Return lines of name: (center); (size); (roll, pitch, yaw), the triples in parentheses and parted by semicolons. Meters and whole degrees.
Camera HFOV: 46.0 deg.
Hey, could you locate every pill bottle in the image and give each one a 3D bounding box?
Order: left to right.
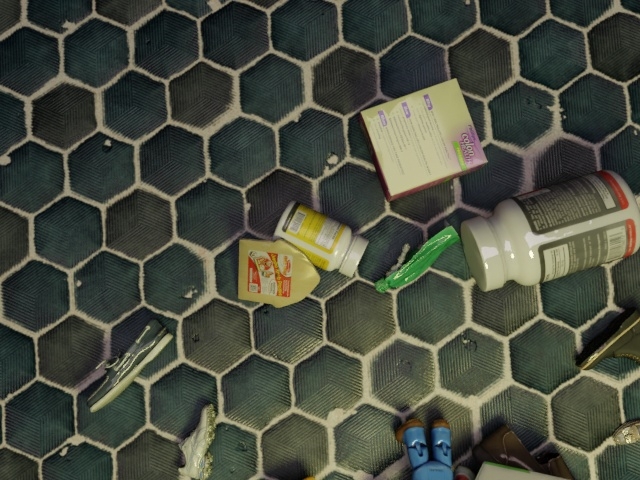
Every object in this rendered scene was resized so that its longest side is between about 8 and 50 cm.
pill bottle: (0.000, 0.000, 1.782); (0.208, 0.119, 0.119); (26, 86, 2)
pill bottle: (0.523, -0.017, 1.735); (0.362, 0.210, 0.210); (-16, 86, -1)

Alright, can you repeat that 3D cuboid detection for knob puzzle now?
knob puzzle: (-0.096, 0.074, 1.782); (0.213, 0.030, 0.213); (4, 121, 7)

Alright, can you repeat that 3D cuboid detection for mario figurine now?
mario figurine: (0.241, 0.575, 1.691); (0.198, 0.170, 0.321); (-19, 46, 20)

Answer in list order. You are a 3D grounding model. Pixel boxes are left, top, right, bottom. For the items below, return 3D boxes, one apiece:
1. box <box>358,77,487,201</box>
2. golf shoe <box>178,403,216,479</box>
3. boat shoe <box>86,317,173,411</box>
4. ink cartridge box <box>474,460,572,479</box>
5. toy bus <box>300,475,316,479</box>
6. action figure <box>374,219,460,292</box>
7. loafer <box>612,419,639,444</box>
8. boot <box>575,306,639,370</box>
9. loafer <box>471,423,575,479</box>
box: (0.240, -0.236, 1.801); (0.242, 0.117, 0.214); (-20, 85, 0)
golf shoe: (-0.293, 0.472, 1.775); (0.085, 0.069, 0.176); (6, 84, 7)
boat shoe: (-0.461, 0.292, 1.774); (0.079, 0.095, 0.254); (44, 86, 2)
ink cartridge box: (0.448, 0.632, 1.636); (0.198, 0.115, 0.273); (4, 123, 32)
toy bus: (0.008, 0.708, 1.693); (0.108, 0.130, 0.333); (-23, 70, -10)
action figure: (0.223, 0.046, 1.791); (0.232, 0.137, 0.063); (-39, 63, 6)
loafer: (0.753, 0.447, 1.782); (0.125, 0.039, 0.045); (-23, 86, -2)
boot: (0.717, 0.273, 1.783); (0.198, 0.077, 0.137); (-41, 91, -2)
loafer: (0.528, 0.553, 1.727); (0.366, 0.134, 0.130); (35, 87, 3)
